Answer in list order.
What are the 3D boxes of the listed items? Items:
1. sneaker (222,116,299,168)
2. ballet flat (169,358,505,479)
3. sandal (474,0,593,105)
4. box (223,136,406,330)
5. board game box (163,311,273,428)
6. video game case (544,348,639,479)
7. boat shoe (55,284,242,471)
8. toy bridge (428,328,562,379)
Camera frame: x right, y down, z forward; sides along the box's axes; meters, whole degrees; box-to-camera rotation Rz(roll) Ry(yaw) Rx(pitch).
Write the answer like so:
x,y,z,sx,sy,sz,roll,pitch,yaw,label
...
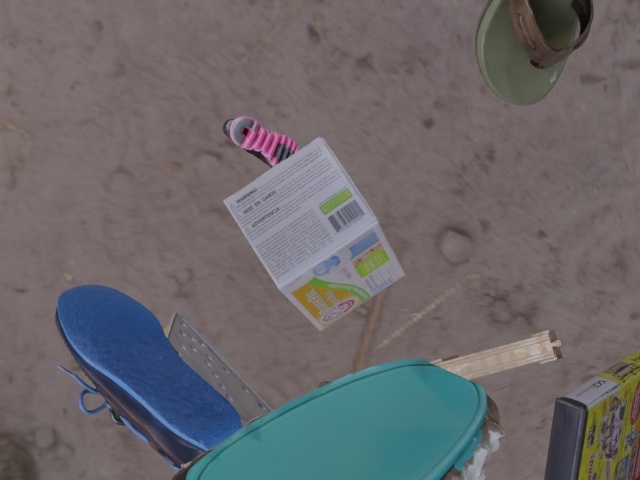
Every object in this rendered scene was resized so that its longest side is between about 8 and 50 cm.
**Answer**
x,y,z,sx,sy,sz,roll,pitch,yaw,label
-0.076,-0.122,1.606,0.057,0.119,0.047,14,73,57,sneaker
-0.064,0.216,0.765,0.409,0.147,0.147,-29,75,-23,ballet flat
0.258,-0.263,1.418,0.120,0.303,0.086,4,50,-12,sandal
0.000,0.000,1.235,0.114,0.203,0.103,-34,71,1,box
-0.098,0.299,1.726,0.050,0.390,0.390,-41,100,7,board game box
0.302,0.255,1.320,0.035,0.248,0.275,19,113,35,video game case
-0.174,0.142,1.173,0.258,0.109,0.089,46,140,38,boat shoe
0.099,0.105,0.990,0.188,0.063,0.026,-18,82,18,toy bridge
